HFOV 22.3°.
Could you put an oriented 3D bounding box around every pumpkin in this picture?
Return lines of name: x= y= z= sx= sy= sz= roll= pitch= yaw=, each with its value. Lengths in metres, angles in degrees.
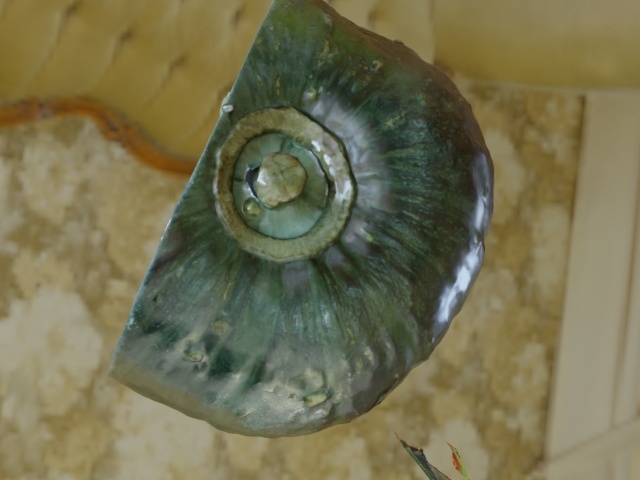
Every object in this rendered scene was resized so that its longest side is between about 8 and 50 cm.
pumpkin: x=0.000 y=0.000 z=1.067 sx=0.197 sy=0.293 sz=0.263 roll=27 pitch=156 yaw=-5

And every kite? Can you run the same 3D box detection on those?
kite: x=0.124 y=0.209 z=1.275 sx=0.190 sy=0.010 sz=0.159 roll=34 pitch=157 yaw=39
